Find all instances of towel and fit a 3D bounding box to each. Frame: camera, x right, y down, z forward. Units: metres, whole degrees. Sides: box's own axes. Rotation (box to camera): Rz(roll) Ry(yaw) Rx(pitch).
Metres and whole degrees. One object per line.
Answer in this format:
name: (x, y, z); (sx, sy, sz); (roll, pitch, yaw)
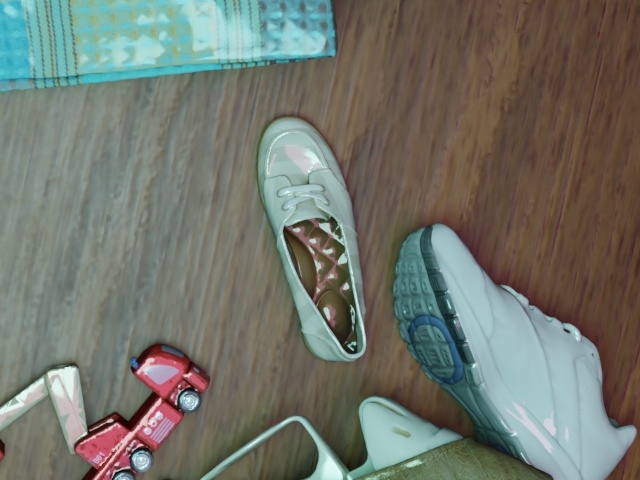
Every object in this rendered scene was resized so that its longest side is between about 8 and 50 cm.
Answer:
towel: (-0.182, -0.244, 1.097); (0.370, 0.040, 0.271); (-5, 118, 4)

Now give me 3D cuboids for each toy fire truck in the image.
toy fire truck: (-0.199, 0.150, 1.216); (0.135, 0.047, 0.192); (40, 85, -11)

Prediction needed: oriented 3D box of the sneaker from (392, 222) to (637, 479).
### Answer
sneaker: (0.167, 0.103, 1.275); (0.129, 0.111, 0.297); (-38, 108, -19)

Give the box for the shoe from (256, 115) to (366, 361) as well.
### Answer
shoe: (0.000, 0.000, 1.239); (0.077, 0.058, 0.219); (-16, 98, -11)

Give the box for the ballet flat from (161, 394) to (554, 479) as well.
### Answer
ballet flat: (0.015, 0.200, 1.216); (0.342, 0.116, 0.124); (-16, 83, 10)
